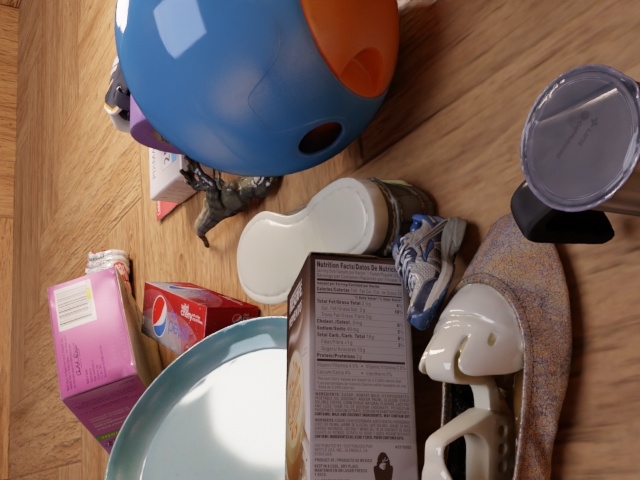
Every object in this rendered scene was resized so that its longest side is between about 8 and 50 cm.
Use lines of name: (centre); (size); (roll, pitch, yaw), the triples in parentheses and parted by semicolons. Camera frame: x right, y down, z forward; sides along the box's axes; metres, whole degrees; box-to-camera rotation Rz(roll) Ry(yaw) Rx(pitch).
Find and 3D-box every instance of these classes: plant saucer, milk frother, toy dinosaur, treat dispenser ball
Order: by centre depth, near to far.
milk frother: (0.204, -0.018, 0.419); (0.143, 0.135, 0.129); (57, 133, 44)
treat dispenser ball: (-0.063, -0.209, 0.719); (0.288, 0.288, 0.288); (-12, 76, 56)
plant saucer: (-0.109, 0.224, 0.812); (0.318, 0.043, 0.317); (-23, 34, 17)
toy dinosaur: (-0.157, -0.074, 1.029); (0.118, 0.064, 0.268); (51, 141, -4)

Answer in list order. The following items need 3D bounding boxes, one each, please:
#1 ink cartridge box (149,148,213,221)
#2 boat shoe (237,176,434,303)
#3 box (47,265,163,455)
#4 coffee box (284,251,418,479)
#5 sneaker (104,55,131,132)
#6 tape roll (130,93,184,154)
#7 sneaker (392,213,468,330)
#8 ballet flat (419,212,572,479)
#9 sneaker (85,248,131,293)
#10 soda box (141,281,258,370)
ink cartridge box: (-0.281, -0.209, 1.268); (0.261, 0.066, 0.296); (-26, 64, 52)
boat shoe: (0.001, 0.005, 0.776); (0.305, 0.091, 0.109); (-23, 76, 55)
box: (-0.343, 0.207, 1.160); (0.243, 0.117, 0.213); (81, 168, -53)
coffee box: (0.023, 0.151, 0.648); (0.141, 0.098, 0.246); (118, 154, -65)
sneaker: (-0.254, -0.250, 1.069); (0.321, 0.126, 0.127); (163, 114, -65)
tape roll: (-0.168, -0.182, 0.972); (0.189, 0.189, 0.080); (-16, 73, 56)
sneaker: (0.087, 0.024, 0.611); (0.135, 0.058, 0.052); (-63, -11, -49)
ballet flat: (0.129, 0.130, 0.543); (0.108, 0.106, 0.315); (-7, 80, 57)
sneaker: (-0.485, 0.109, 1.525); (0.270, 0.090, 0.144); (-29, 61, 49)
soda box: (-0.192, 0.122, 1.067); (0.263, 0.084, 0.092); (10, 95, 57)
